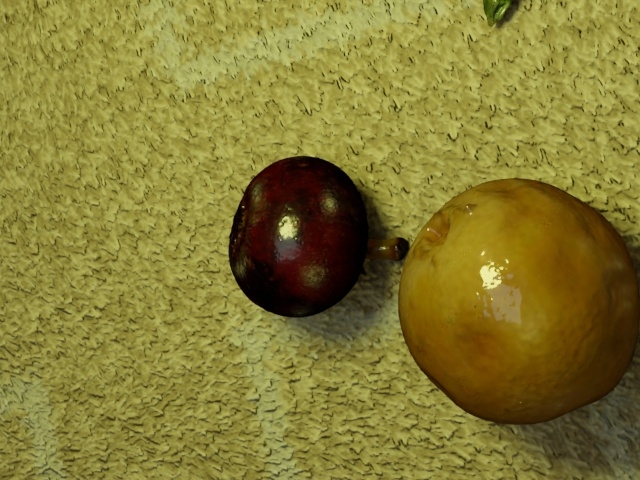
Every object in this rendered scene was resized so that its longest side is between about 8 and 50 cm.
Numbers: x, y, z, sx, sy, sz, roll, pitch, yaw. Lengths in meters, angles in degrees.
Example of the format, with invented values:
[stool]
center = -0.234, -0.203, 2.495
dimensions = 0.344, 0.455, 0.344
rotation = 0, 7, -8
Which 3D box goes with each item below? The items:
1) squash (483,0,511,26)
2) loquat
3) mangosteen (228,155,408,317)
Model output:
[squash]
center = 0.280, -0.391, 1.934
dimensions = 0.094, 0.094, 0.224
rotation = 38, 117, 19
[loquat]
center = 0.260, 0.081, 1.861
dimensions = 0.328, 0.328, 0.328
rotation = 3, 96, 27
[mangosteen]
center = 0.000, 0.000, 2.058
dimensions = 0.261, 0.235, 0.235
rotation = 9, 102, -17
